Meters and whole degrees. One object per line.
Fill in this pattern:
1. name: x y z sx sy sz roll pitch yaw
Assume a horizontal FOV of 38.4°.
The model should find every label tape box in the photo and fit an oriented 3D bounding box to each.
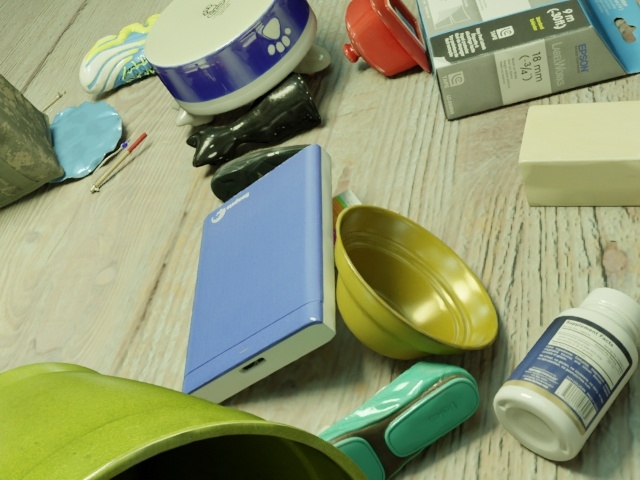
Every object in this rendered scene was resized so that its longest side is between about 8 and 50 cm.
1. label tape box: 0.326 -0.325 1.384 0.334 0.106 0.240 -14 41 9

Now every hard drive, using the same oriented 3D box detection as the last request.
1. hard drive: -0.074 0.036 1.142 0.210 0.040 0.318 -32 35 25

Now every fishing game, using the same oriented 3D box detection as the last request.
1. fishing game: -0.420 -0.162 1.571 0.264 0.041 0.189 24 65 34

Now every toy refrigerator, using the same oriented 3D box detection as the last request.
1. toy refrigerator: 0.389 -0.104 1.123 0.269 0.094 0.102 0 51 24

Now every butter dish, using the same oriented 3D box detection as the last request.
1. butter dish: 0.089 -0.330 1.480 0.118 0.160 0.160 -33 35 21

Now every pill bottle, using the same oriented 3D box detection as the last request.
1. pill bottle: 0.255 0.127 0.916 0.094 0.094 0.169 22 55 39

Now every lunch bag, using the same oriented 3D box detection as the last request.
1. lunch bag: -0.598 -0.140 1.447 0.287 0.235 0.169 -26 61 6

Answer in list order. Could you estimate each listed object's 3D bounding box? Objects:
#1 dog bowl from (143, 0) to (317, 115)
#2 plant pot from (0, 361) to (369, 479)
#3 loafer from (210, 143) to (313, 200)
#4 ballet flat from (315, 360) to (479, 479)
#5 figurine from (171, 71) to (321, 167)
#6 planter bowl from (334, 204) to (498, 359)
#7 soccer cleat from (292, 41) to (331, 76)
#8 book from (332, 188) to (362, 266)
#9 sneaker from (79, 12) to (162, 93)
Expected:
1. dog bowl: -0.144 -0.326 1.456 0.265 0.104 0.265 -20 41 19
2. plant pot: -0.189 0.269 0.788 0.366 0.366 0.353 -40 31 -22
3. loafer: -0.080 -0.113 1.355 0.170 0.062 0.061 -13 36 7
4. ballet flat: 0.049 0.205 0.942 0.247 0.083 0.087 -31 17 -13
5. figurine: -0.133 -0.215 1.476 0.209 0.092 0.215 -28 39 -2
6. planter bowl: 0.085 0.066 1.026 0.090 0.217 0.217 -53 30 28
7. soccer cleat: -0.059 -0.337 1.582 0.068 0.076 0.196 -39 44 -21
8. book: 0.000 0.000 1.216 0.144 0.035 0.096 -28 42 -7
9. sneaker: -0.327 -0.344 1.693 0.126 0.091 0.240 19 53 37
